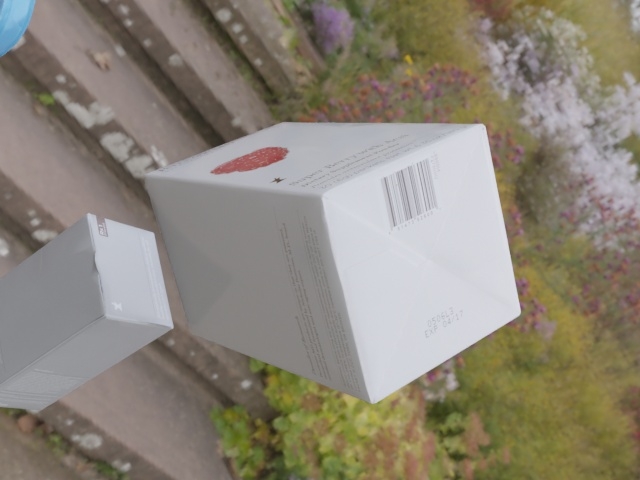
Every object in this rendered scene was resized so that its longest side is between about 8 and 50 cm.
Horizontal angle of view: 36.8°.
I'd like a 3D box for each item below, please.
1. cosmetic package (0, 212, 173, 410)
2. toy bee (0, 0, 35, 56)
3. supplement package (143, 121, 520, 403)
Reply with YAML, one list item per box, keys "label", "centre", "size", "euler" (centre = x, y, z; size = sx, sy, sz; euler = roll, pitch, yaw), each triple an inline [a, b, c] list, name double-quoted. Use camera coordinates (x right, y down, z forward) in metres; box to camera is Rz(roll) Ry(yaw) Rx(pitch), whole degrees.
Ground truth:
- label: "cosmetic package"
  centre: [-0.282, 0.084, 1.053]
  size: [0.107, 0.238, 0.127]
  euler: [22, 47, -52]
- label: "toy bee"
  centre: [-0.195, -0.146, 0.418]
  size: [0.162, 0.298, 0.195]
  euler: [42, -1, 20]
- label: "supplement package"
  centre: [0.000, 0.000, 0.861]
  size: [0.293, 0.177, 0.175]
  euler: [9, -61, 53]
